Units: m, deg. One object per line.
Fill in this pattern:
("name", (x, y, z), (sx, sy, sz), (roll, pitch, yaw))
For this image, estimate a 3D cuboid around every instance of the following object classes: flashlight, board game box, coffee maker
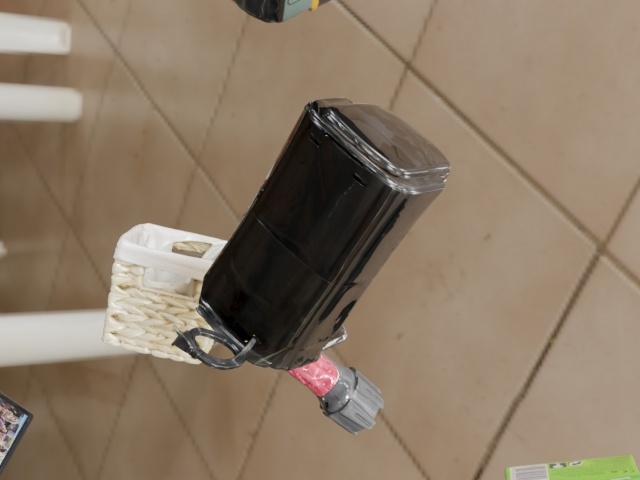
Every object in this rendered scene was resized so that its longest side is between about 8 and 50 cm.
("flashlight", (-0.040, 0.164, 1.586), (0.103, 0.304, 0.103), (-24, 32, 52))
("board game box", (0.224, 0.242, 0.974), (0.259, 0.124, 0.039), (-27, -71, -81))
("coffee maker", (0.000, 0.000, 0.812), (0.178, 0.120, 0.171), (-58, 2, 26))

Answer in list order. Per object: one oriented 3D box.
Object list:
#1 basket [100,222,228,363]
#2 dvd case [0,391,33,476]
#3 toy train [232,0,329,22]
("basket", (-0.147, 0.050, 1.127), (0.167, 0.113, 0.103), (-95, 18, -82))
("dvd case", (-0.416, 0.165, 1.086), (0.022, 0.253, 0.180), (-42, 18, 35))
("toy train", (0.006, -0.313, 0.846), (0.142, 0.190, 0.334), (46, 154, 18))
